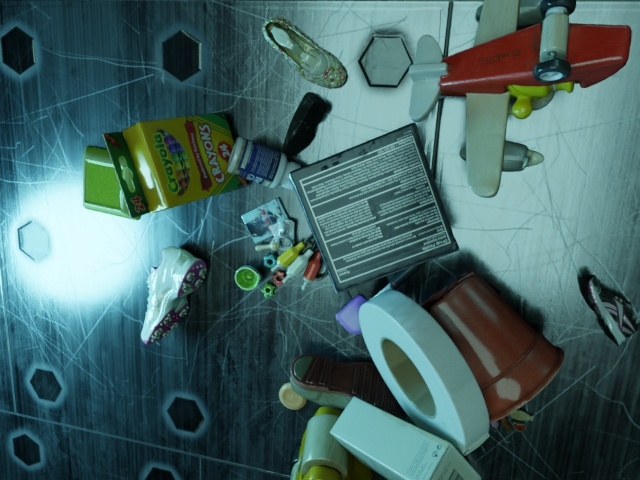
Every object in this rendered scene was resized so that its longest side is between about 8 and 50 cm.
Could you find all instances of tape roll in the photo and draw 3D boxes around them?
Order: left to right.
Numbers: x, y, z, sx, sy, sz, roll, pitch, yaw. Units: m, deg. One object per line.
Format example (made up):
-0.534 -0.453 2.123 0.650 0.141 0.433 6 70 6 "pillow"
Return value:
0.223 0.297 1.147 0.071 0.392 0.392 -28 95 -16 "tape roll"

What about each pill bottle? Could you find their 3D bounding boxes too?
-0.140 -0.186 1.257 0.169 0.094 0.094 18 108 -17 "pill bottle"

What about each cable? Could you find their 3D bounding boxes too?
0.000 0.000 1.295 0.139 0.072 0.287 31 107 -7 "cable"

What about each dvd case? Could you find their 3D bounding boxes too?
-0.145 -0.053 1.354 0.119 0.013 0.087 -24 96 17 "dvd case"

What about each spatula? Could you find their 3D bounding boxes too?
0.168 0.132 1.304 0.084 0.030 0.296 46 109 0 "spatula"

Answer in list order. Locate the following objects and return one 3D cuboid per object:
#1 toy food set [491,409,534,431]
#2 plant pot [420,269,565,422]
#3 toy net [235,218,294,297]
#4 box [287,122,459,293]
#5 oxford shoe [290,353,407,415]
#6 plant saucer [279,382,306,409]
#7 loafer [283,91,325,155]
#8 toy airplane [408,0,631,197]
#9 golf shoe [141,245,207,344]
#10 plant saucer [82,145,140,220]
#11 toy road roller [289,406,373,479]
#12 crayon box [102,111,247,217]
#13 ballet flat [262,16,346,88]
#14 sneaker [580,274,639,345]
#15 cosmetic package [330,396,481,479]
0.480 0.460 1.305 0.122 0.019 0.078 19 107 2 "toy food set"
0.359 0.231 1.169 0.272 0.272 0.265 -42 82 19 "plant pot"
-0.128 0.051 1.348 0.122 0.045 0.232 35 111 -1 "toy net"
0.121 -0.077 1.168 0.296 0.183 0.294 -20 98 8 "box"
0.086 0.404 1.366 0.347 0.123 0.130 17 138 5 "oxford shoe"
-0.080 0.450 1.453 0.083 0.013 0.084 3 104 14 "plant saucer"
-0.048 -0.289 1.258 0.170 0.062 0.061 -54 47 26 "loafer"
0.377 -0.334 1.047 0.386 0.272 0.385 -51 49 28 "toy airplane"
-0.443 0.154 1.441 0.140 0.115 0.306 36 103 16 "golf shoe"
-0.605 -0.160 1.434 0.188 0.045 0.189 12 105 12 "plant saucer"
0.046 0.630 1.349 0.240 0.203 0.330 17 126 -5 "toy road roller"
-0.333 -0.188 1.208 0.081 0.318 0.203 -10 101 38 "crayon box"
-0.047 -0.446 1.204 0.240 0.077 0.091 37 108 4 "ballet flat"
0.671 0.149 1.164 0.077 0.072 0.178 -32 101 7 "sneaker"
0.184 0.486 1.145 0.309 0.113 0.160 8 143 54 "cosmetic package"
